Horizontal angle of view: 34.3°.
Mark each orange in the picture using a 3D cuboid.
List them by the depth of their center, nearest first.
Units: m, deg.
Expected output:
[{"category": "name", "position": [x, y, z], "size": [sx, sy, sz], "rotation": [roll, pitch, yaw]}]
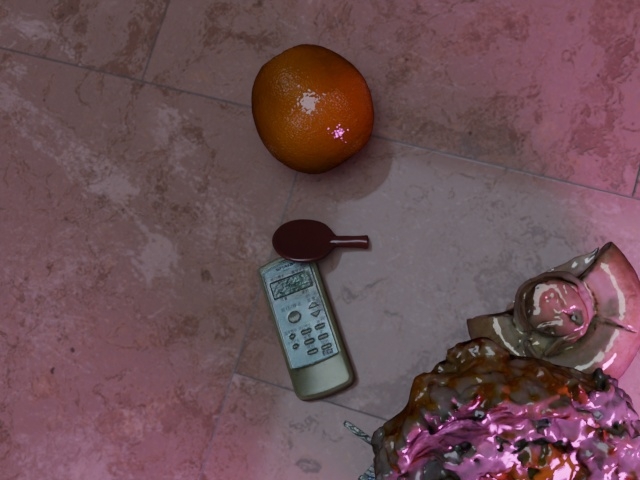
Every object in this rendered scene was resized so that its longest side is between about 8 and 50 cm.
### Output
[{"category": "orange", "position": [-0.014, -0.207, 1.627], "size": [0.206, 0.206, 0.206], "rotation": [-3, 77, 12]}]

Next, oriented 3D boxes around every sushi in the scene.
[{"category": "sushi", "position": [0.259, 0.335, 1.376], "size": [0.417, 0.176, 0.418], "rotation": [0, 108, 1]}]

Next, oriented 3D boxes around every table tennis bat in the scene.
[{"category": "table tennis bat", "position": [0.000, 0.000, 1.650], "size": [0.154, 0.019, 0.098], "rotation": [1, 43, 1]}]

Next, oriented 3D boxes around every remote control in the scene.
[{"category": "remote control", "position": [-0.023, 0.133, 1.634], "size": [0.098, 0.038, 0.234], "rotation": [-21, 73, 7]}]

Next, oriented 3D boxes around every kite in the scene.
[{"category": "kite", "position": [0.100, 0.318, 1.580], "size": [0.137, 0.005, 0.152], "rotation": [-46, 72, -2]}]

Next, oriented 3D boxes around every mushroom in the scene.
[{"category": "mushroom", "position": [0.352, 0.129, 1.467], "size": [0.253, 0.195, 0.189], "rotation": [-34, 83, 6]}]
